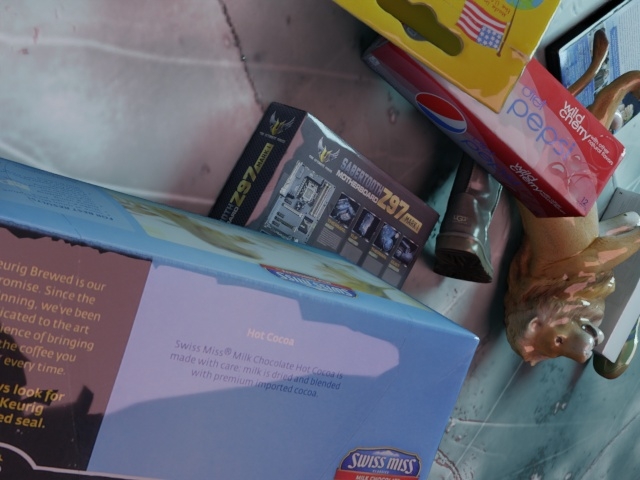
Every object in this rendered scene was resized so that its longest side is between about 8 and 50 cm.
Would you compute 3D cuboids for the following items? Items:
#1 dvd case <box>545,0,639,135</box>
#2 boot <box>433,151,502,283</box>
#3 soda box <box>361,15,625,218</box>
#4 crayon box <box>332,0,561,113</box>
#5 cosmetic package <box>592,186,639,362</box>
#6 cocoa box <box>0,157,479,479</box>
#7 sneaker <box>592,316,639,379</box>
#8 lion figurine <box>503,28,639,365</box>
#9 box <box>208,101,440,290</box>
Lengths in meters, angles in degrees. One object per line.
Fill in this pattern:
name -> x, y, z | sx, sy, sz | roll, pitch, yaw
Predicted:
dvd case -> 0.392, -0.230, 1.071 | 0.253, 0.022, 0.180 | -37, 128, -24
boot -> 0.183, -0.065, 0.924 | 0.189, 0.076, 0.208 | 67, 33, -72
soda box -> 0.173, -0.134, 0.794 | 0.263, 0.083, 0.092 | 38, 79, -14
crayon box -> 0.130, -0.288, 0.694 | 0.202, 0.081, 0.318 | 32, 80, -14
cosmetic package -> 0.434, 0.049, 1.178 | 0.060, 0.099, 0.239 | 30, 87, -47
cocoa box -> -0.114, 0.099, 0.565 | 0.347, 0.231, 0.228 | 16, 97, -29
sneaker -> 0.467, 0.120, 1.269 | 0.086, 0.064, 0.192 | 26, 90, -37
lion figurine -> 0.304, -0.039, 1.012 | 0.240, 0.142, 0.392 | -25, 111, -4
box -> 0.000, 0.000, 0.794 | 0.233, 0.059, 0.183 | 31, 87, -44
